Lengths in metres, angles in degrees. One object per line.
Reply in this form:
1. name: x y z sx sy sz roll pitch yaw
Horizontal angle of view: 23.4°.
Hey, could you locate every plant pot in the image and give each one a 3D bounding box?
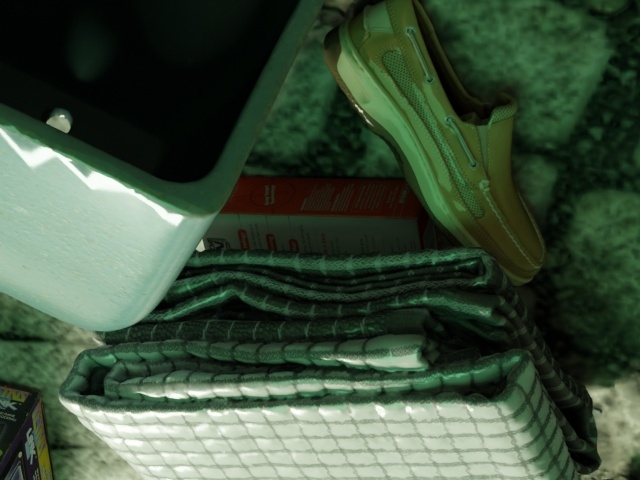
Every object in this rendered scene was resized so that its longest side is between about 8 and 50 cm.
1. plant pot: -0.145 -0.094 0.817 0.248 0.247 0.252 26 147 -2

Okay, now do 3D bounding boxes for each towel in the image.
1. towel: 0.020 0.101 0.946 0.283 0.121 0.235 -5 144 23

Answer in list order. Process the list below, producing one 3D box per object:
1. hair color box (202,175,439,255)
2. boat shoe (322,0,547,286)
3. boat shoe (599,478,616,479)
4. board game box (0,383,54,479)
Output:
1. hair color box: 0.000 0.000 0.958 0.141 0.043 0.072 2 128 16
2. boat shoe: 0.082 -0.056 0.876 0.072 0.068 0.190 -31 113 22
3. boat shoe: 0.207 0.290 1.103 0.099 0.116 0.319 49 152 37
4. board game box: -0.245 0.214 1.144 0.048 0.141 0.170 9 129 10
